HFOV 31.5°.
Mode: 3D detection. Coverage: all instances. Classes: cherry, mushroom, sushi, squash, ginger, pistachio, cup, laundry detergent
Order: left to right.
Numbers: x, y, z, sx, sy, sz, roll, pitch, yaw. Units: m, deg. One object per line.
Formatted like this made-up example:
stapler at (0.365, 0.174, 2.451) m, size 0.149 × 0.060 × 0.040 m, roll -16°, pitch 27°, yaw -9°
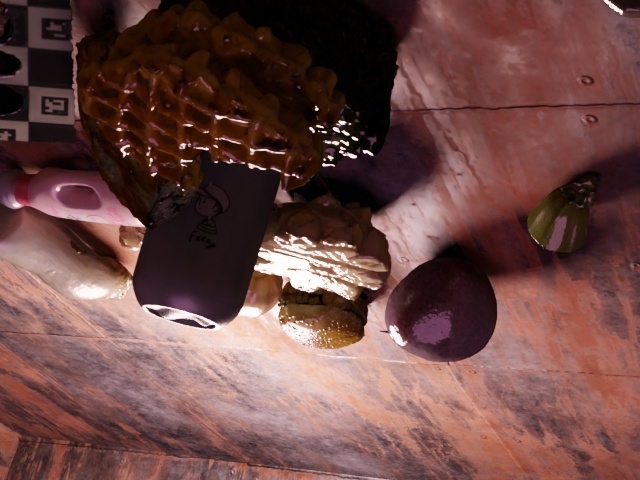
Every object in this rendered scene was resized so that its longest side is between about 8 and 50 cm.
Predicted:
sushi at (-0.541, -0.320, 1.810) m, size 0.296 × 0.100 × 0.373 m, roll 1°, pitch 142°, yaw -10°
mushroom at (-0.553, 0.035, 2.451) m, size 0.126 × 0.177 × 0.397 m, roll -39°, pitch 130°, yaw 11°
laundry detergent at (-0.478, -0.091, 2.225) m, size 0.335 × 0.088 × 0.159 m, roll 6°, pitch 151°, yaw 19°
ginger at (-0.345, -0.017, 2.325) m, size 0.213 × 0.074 × 0.137 m, roll 7°, pitch 153°, yaw 29°
cup at (-0.196, -0.014, 1.953) m, size 0.205 × 0.312 × 0.205 m, roll 13°, pitch 164°, yaw 4°
pistachio at (-0.158, 0.094, 2.348) m, size 0.157 × 0.157 × 0.229 m, roll 18°, pitch 163°, yaw -6°
sushi at (-0.080, -0.247, 1.612) m, size 0.352 × 0.178 × 0.294 m, roll 32°, pitch 151°, yaw -28°
cherry at (0.235, 0.137, 2.192) m, size 0.213 × 0.184 × 0.266 m, roll 7°, pitch 143°, yaw -17°
squash at (0.403, -0.057, 1.847) m, size 0.105 × 0.105 × 0.132 m, roll 14°, pitch 140°, yaw 2°

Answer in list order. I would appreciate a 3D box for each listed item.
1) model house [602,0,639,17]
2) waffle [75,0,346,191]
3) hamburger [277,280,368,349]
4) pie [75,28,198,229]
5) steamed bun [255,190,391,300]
model house at (0.409, -0.342, 1.234) m, size 0.229 × 0.122 × 0.188 m, roll 9°, pitch 151°, yaw 18°
waffle at (-0.144, -0.172, 1.438) m, size 0.324 × 0.151 × 0.261 m, roll -2°, pitch 149°, yaw 39°
hamburger at (0.006, 0.168, 2.444) m, size 0.189 × 0.122 × 0.215 m, roll 1°, pitch 153°, yaw 21°
pie at (-0.301, -0.176, 1.785) m, size 0.288 × 0.102 × 0.355 m, roll 58°, pitch 156°, yaw 14°
steamed bun at (0.000, 0.000, 2.108) m, size 0.292 × 0.137 × 0.295 m, roll -10°, pitch 151°, yaw 38°
